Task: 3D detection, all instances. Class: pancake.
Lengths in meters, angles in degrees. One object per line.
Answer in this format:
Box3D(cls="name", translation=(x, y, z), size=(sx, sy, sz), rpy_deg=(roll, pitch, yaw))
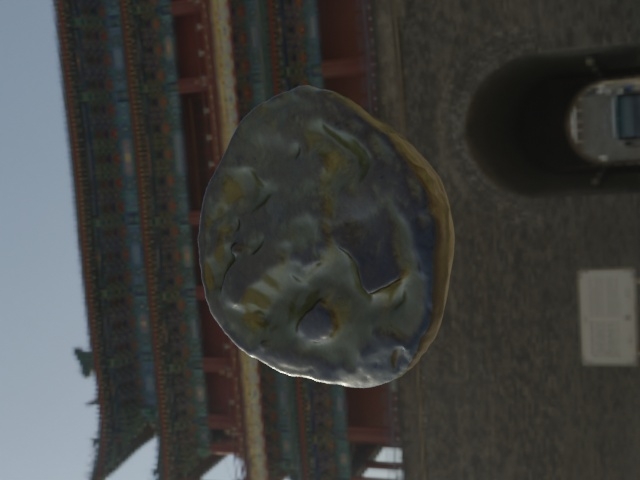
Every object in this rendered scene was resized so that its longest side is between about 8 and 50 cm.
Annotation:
Box3D(cls="pancake", translation=(0.000, 0.000, 0.799), size=(0.050, 0.295, 0.294), rpy_deg=(-6, -86, -50))
